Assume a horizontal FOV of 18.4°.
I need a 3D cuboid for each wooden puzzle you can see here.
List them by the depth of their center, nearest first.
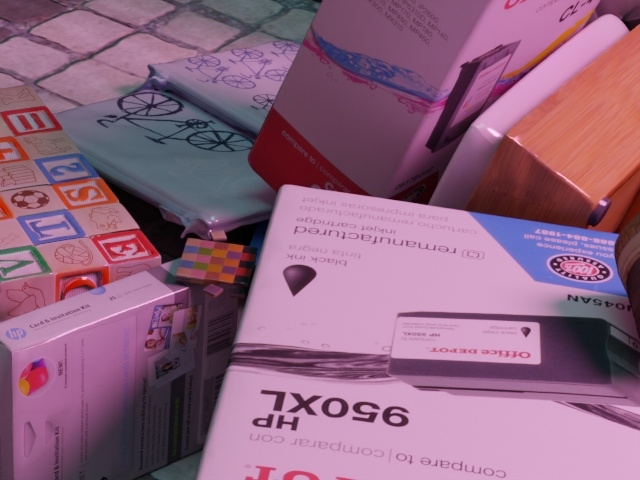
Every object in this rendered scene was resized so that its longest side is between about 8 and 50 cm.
[{"bbox_3d":[-0.070,0.016,1.332,0.049,0.006,0.083,8,31,4],"label":"wooden puzzle"}]

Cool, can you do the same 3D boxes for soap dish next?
[{"bbox_3d":[0.185,-0.035,1.553,0.118,0.229,0.291,35,38,14],"label":"soap dish"}]

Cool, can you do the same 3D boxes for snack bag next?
[{"bbox_3d":[-0.062,-0.102,1.748,0.342,0.037,0.323,-17,30,-35],"label":"snack bag"}]

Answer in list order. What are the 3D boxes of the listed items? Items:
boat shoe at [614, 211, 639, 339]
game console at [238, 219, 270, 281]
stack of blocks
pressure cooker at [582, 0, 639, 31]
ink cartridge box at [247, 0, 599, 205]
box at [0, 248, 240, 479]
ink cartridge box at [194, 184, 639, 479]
[{"bbox_3d":[0.354,0.072,1.280,0.342,0.123,0.123,16,44,-17],"label":"boat shoe"},{"bbox_3d":[0.000,0.000,1.588,0.107,0.071,0.122,-24,23,22],"label":"game console"},{"bbox_3d":[-0.261,-0.011,1.554,0.171,0.087,0.297,-11,34,-25],"label":"stack of blocks"},{"bbox_3d":[0.286,-0.305,1.854,0.369,0.420,0.375,-20,13,-3],"label":"pressure cooker"},{"bbox_3d":[0.099,-0.162,1.535,0.131,0.306,0.226,45,46,15],"label":"ink cartridge box"},{"bbox_3d":[-0.139,0.099,1.332,0.186,0.145,0.038,-22,39,-37],"label":"box"},{"bbox_3d":[0.077,0.141,1.272,0.285,0.166,0.395,9,30,3],"label":"ink cartridge box"}]
